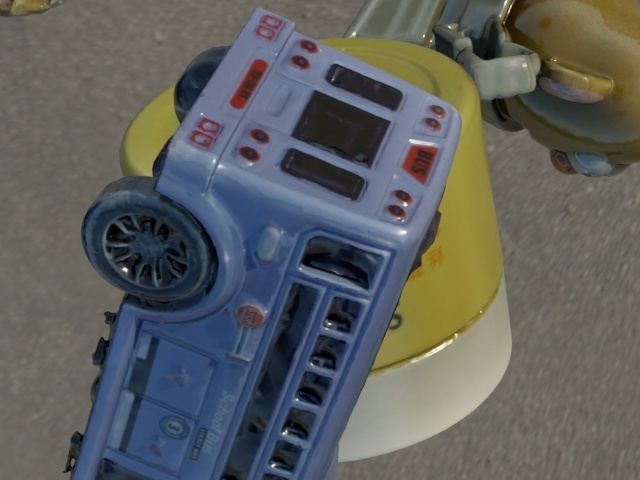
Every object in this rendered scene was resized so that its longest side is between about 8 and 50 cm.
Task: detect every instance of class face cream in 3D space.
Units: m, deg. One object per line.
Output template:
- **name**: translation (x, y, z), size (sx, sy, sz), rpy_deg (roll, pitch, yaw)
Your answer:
- **face cream**: translation (0.000, 0.000, 1.034), size (0.218, 0.218, 0.179), rpy_deg (-1, 121, 16)

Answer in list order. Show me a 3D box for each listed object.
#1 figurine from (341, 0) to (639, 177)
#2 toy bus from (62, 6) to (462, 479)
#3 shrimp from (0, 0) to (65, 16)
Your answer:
- **figurine**: translation (0.186, -0.151, 1.430), size (0.285, 0.342, 0.167), rpy_deg (15, 126, 30)
- **toy bus**: translation (-0.040, 0.054, 0.749), size (0.133, 0.125, 0.292), rpy_deg (23, 129, 2)
- **shrimp**: translation (-0.406, -0.337, 1.829), size (0.365, 0.233, 0.071), rpy_deg (39, 124, 33)
